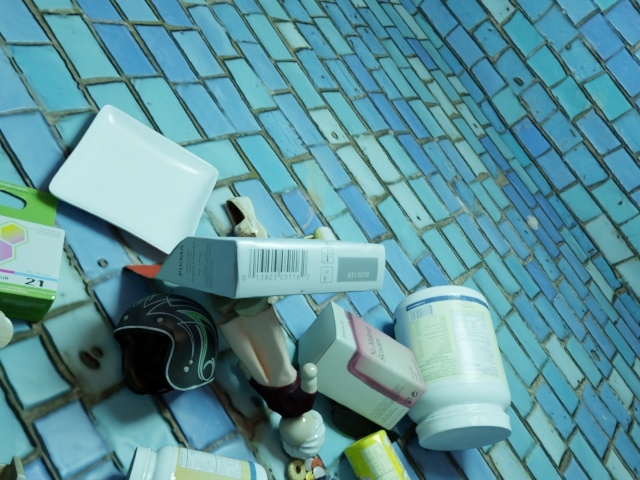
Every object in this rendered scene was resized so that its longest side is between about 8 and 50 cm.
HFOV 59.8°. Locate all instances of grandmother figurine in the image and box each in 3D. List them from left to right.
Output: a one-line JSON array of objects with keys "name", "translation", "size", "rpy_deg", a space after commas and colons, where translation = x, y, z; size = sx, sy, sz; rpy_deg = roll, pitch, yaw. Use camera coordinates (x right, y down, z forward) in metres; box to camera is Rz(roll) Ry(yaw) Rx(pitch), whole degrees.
[{"name": "grandmother figurine", "translation": [-0.083, 0.249, 1.009], "size": [0.104, 0.208, 0.342], "rpy_deg": [-32, 109, -30]}]

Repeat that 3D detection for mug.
[{"name": "mug", "translation": [0.004, -0.002, 1.377], "size": [0.078, 0.062, 0.064], "rpy_deg": [15, 43, -43]}]

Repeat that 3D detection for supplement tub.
[{"name": "supplement tub", "translation": [-0.191, 0.388, 0.825], "size": [0.200, 0.144, 0.144], "rpy_deg": [18, 49, -14]}, {"name": "supplement tub", "translation": [0.301, 0.294, 1.287], "size": [0.235, 0.235, 0.324], "rpy_deg": [20, 49, -31]}]

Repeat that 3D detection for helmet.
[{"name": "helmet", "translation": [-0.255, 0.169, 0.935], "size": [0.169, 0.169, 0.161], "rpy_deg": [-6, 82, -44]}]

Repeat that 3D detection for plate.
[{"name": "plate", "translation": [-0.367, -0.116, 1.136], "size": [0.278, 0.045, 0.277], "rpy_deg": [31, 45, -21]}]

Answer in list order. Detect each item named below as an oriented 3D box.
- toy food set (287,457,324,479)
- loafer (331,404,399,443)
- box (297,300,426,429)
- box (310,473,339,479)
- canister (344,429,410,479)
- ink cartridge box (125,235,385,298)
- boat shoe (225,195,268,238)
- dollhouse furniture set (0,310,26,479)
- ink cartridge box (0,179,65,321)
[{"name": "toy food set", "translation": [-0.023, 0.445, 1.045], "size": [0.083, 0.020, 0.083], "rpy_deg": [-7, 65, -45]}, {"name": "loafer", "translation": [0.089, 0.379, 1.177], "size": [0.170, 0.062, 0.061], "rpy_deg": [31, 22, -26]}, {"name": "box", "translation": [0.082, 0.258, 1.159], "size": [0.232, 0.127, 0.148], "rpy_deg": [33, 17, -17]}, {"name": "box", "translation": [0.040, 0.513, 0.920], "size": [0.247, 0.163, 0.142], "rpy_deg": [37, 37, -24]}, {"name": "canister", "translation": [0.123, 0.466, 1.080], "size": [0.073, 0.126, 0.170], "rpy_deg": [-20, 71, -28]}, {"name": "ink cartridge box", "translation": [-0.127, 0.030, 0.999], "size": [0.308, 0.385, 0.091], "rpy_deg": [1, 94, -42]}, {"name": "boat shoe", "translation": [-0.168, -0.026, 1.242], "size": [0.059, 0.063, 0.170], "rpy_deg": [-3, 53, -40]}, {"name": "dollhouse furniture set", "translation": [-0.442, 0.200, 0.715], "size": [0.161, 0.212, 0.242], "rpy_deg": [20, 75, -29]}, {"name": "ink cartridge box", "translation": [-0.517, -0.016, 0.887], "size": [0.189, 0.097, 0.255], "rpy_deg": [16, 52, -34]}]
